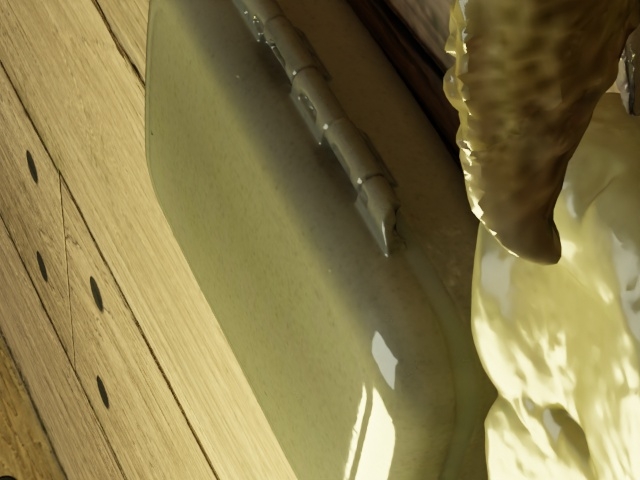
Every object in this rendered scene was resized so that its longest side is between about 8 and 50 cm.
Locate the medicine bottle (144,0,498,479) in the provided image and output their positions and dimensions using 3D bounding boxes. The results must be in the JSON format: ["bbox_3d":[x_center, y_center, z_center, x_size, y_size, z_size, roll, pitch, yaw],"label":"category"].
[{"bbox_3d":[0.000,0.000,0.967,0.375,0.123,0.282,59,155,31],"label":"medicine bottle"}]

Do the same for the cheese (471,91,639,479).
[{"bbox_3d":[0.142,0.066,0.699,0.159,0.093,0.263,33,135,56],"label":"cheese"}]

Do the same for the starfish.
[{"bbox_3d":[0.088,-0.205,0.290,0.082,0.324,0.432,20,141,40],"label":"starfish"}]

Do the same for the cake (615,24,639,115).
[{"bbox_3d":[0.132,-0.116,0.637,0.065,0.052,0.121,29,134,55],"label":"cake"}]
